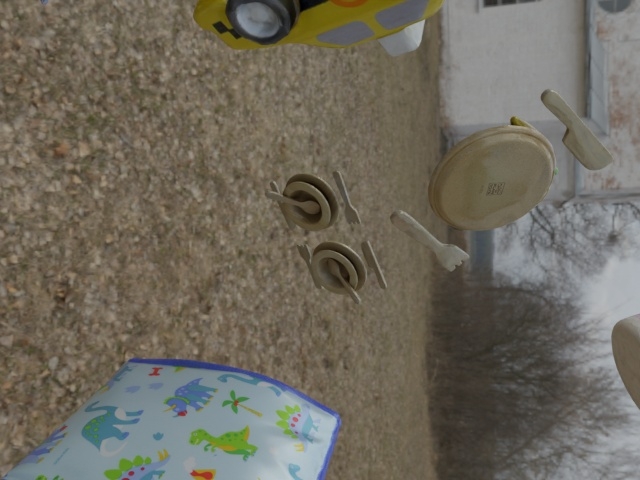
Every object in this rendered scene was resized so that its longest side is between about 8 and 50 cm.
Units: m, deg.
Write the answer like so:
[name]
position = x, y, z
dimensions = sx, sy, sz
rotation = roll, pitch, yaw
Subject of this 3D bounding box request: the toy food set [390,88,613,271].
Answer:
[toy food set]
position = 0.165, -0.059, 0.558
dimensions = 0.132, 0.192, 0.039
rotation = 34, 29, -33

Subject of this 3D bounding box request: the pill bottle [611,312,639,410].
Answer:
[pill bottle]
position = 0.613, 0.155, 0.847
dimensions = 0.169, 0.301, 0.169
rotation = -17, 90, -85

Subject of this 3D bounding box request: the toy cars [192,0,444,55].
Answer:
[toy cars]
position = 0.106, -0.217, 0.291
dimensions = 0.087, 0.393, 0.176
rotation = 40, 11, -44

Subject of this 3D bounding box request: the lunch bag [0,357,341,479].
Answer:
[lunch bag]
position = -0.073, 0.137, 0.330
dimensions = 0.129, 0.151, 0.096
rotation = -56, 142, -64

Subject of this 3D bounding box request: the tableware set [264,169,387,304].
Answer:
[tableware set]
position = 0.000, 0.000, 0.795
dimensions = 0.039, 0.128, 0.194
rotation = -47, 122, -43

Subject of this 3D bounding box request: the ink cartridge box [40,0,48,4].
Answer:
[ink cartridge box]
position = -0.108, -0.297, 0.276
dimensions = 0.186, 0.065, 0.311
rotation = -107, -153, -45
